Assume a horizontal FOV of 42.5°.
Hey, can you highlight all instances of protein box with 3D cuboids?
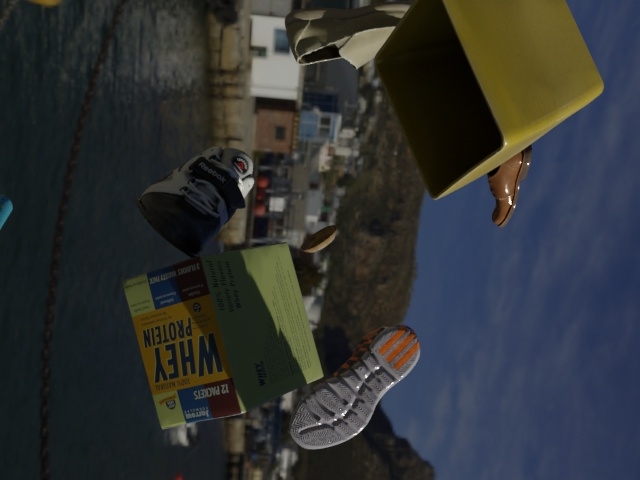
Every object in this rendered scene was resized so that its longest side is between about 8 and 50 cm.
[{"bbox_3d":[-0.125,0.121,1.099,0.201,0.136,0.200,-10,84,-60],"label":"protein box"}]

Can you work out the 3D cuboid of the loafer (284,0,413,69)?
[{"bbox_3d":[0.071,-0.330,1.349,0.102,0.268,0.092,10,83,-71],"label":"loafer"}]

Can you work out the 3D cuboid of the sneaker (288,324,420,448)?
[{"bbox_3d":[0.074,0.296,1.683,0.124,0.321,0.180,51,0,2],"label":"sneaker"}]

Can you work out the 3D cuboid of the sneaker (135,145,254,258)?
[{"bbox_3d":[-0.172,-0.078,1.224,0.146,0.122,0.330,-44,-169,12],"label":"sneaker"}]

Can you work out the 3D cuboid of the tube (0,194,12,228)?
[{"bbox_3d":[-0.684,-0.021,1.663,0.207,0.080,0.052,-86,-172,-57],"label":"tube"}]

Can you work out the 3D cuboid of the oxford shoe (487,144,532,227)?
[{"bbox_3d":[0.383,-0.118,1.732,0.076,0.076,0.212,-82,177,-50],"label":"oxford shoe"}]

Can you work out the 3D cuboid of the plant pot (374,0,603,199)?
[{"bbox_3d":[0.218,-0.202,1.032,0.212,0.187,0.212,68,-19,8],"label":"plant pot"}]

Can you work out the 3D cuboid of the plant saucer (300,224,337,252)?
[{"bbox_3d":[0.000,0.000,1.597,0.015,0.083,0.083,57,8,-16],"label":"plant saucer"}]
